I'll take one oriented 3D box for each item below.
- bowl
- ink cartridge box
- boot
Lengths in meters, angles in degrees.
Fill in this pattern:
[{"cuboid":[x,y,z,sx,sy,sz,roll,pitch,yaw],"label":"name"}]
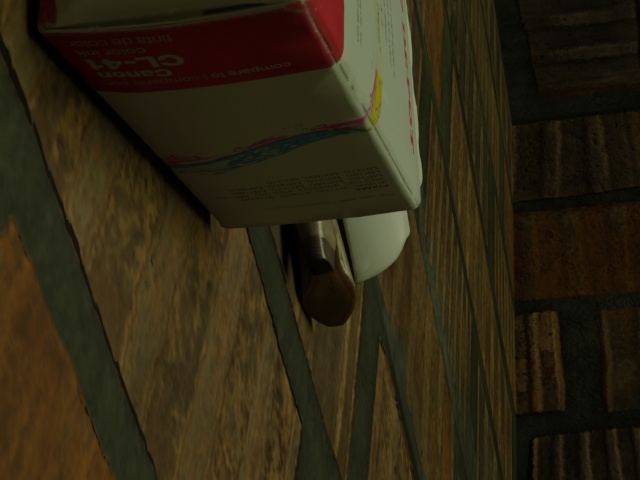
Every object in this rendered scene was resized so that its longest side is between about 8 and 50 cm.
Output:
[{"cuboid":[0.028,-0.055,1.261,0.142,0.053,0.142,-112,-172,-60],"label":"bowl"},{"cuboid":[-0.036,-0.154,0.861,0.306,0.131,0.226,58,28,-70],"label":"ink cartridge box"},{"cuboid":[0.000,0.000,1.223,0.118,0.042,0.087,81,1,-57],"label":"boot"}]
